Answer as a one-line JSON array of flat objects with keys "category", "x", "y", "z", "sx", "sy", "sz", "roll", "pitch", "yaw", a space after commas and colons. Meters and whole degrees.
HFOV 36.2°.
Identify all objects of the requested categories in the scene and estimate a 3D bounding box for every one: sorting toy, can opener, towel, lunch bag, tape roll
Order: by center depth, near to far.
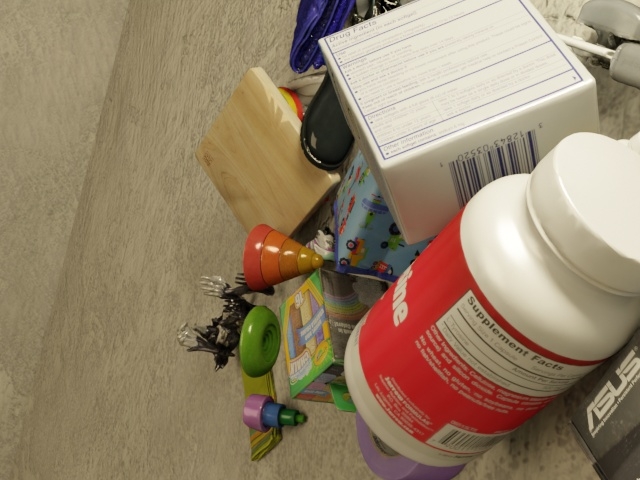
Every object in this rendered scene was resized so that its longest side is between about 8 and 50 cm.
[{"category": "can opener", "x": 0.376, "y": -0.217, "z": 1.108, "sx": 0.283, "sy": 0.076, "sz": 0.095, "roll": 39, "pitch": 115, "yaw": 56}, {"category": "tape roll", "x": 0.132, "y": 0.240, "z": 1.363, "sx": 0.189, "sy": 0.080, "sz": 0.189, "roll": -31, "pitch": 53, "yaw": 52}, {"category": "lunch bag", "x": 0.097, "y": -0.102, "z": 1.521, "sx": 0.293, "sy": 0.138, "sz": 0.221, "roll": -108, "pitch": 38, "yaw": -58}, {"category": "sorting toy", "x": -0.059, "y": 0.156, "z": 1.698, "sx": 0.126, "sy": 0.127, "sz": 0.365, "roll": 3, "pitch": 92, "yaw": 22}, {"category": "towel", "x": 0.026, "y": -0.451, "z": 1.709, "sx": 0.308, "sy": 0.076, "sz": 0.227, "roll": -83, "pitch": 18, "yaw": -48}, {"category": "sorting toy", "x": -0.080, "y": -0.141, "z": 1.770, "sx": 0.257, "sy": 0.089, "sz": 0.255, "roll": 55, "pitch": 136, "yaw": 14}, {"category": "towel", "x": -0.120, "y": 0.288, "z": 1.843, "sx": 0.102, "sy": 0.021, "sz": 0.237, "roll": -48, "pitch": 41, "yaw": 40}]

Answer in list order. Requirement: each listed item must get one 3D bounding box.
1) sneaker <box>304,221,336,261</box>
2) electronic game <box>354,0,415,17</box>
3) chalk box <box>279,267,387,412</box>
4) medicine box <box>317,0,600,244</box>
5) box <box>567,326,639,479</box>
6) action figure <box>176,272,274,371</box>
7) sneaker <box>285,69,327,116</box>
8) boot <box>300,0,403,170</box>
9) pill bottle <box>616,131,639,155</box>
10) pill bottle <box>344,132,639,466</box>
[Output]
[{"category": "sneaker", "x": 0.000, "y": 0.000, "z": 1.727, "sx": 0.098, "sy": 0.038, "sz": 0.069, "roll": 8, "pitch": 85, "yaw": 51}, {"category": "electronic game", "x": 0.119, "y": -0.441, "z": 1.661, "sx": 0.229, "sy": 0.048, "sz": 0.229, "roll": -18, "pitch": 70, "yaw": 63}, {"category": "chalk box", "x": 0.032, "y": 0.172, "z": 1.508, "sx": 0.132, "sy": 0.132, "sz": 0.213, "roll": -45, "pitch": 42, "yaw": 44}, {"category": "medicine box", "x": 0.171, "y": -0.178, "z": 1.241, "sx": 0.289, "sy": 0.263, "sz": 0.149, "roll": -111, "pitch": -1, "yaw": -45}, {"category": "box", "x": 0.426, "y": 0.147, "z": 0.871, "sx": 0.395, "sy": 0.097, "sz": 0.318, "roll": -61, "pitch": 30, "yaw": 28}, {"category": "action figure", "x": -0.193, "y": 0.145, "z": 1.891, "sx": 0.275, "sy": 0.141, "sz": 0.164, "roll": -46, "pitch": 25, "yaw": 53}, {"category": "sneaker", "x": -0.022, "y": -0.237, "z": 1.820, "sx": 0.281, "sy": 0.105, "sz": 0.115, "roll": -25, "pitch": 88, "yaw": 53}, {"category": "boot", "x": 0.053, "y": -0.256, "z": 1.581, "sx": 0.207, "sy": 0.094, "sz": 0.246, "roll": 134, "pitch": 156, "yaw": -66}, {"category": "pill bottle", "x": 0.342, "y": -0.076, "z": 1.126, "sx": 0.116, "sy": 0.065, "sz": 0.065, "roll": -46, "pitch": 43, "yaw": 44}, {"category": "pill bottle", "x": 0.214, "y": 0.074, "z": 1.112, "sx": 0.407, "sy": 0.229, "sz": 0.229, "roll": -52, "pitch": 39, "yaw": 43}]
